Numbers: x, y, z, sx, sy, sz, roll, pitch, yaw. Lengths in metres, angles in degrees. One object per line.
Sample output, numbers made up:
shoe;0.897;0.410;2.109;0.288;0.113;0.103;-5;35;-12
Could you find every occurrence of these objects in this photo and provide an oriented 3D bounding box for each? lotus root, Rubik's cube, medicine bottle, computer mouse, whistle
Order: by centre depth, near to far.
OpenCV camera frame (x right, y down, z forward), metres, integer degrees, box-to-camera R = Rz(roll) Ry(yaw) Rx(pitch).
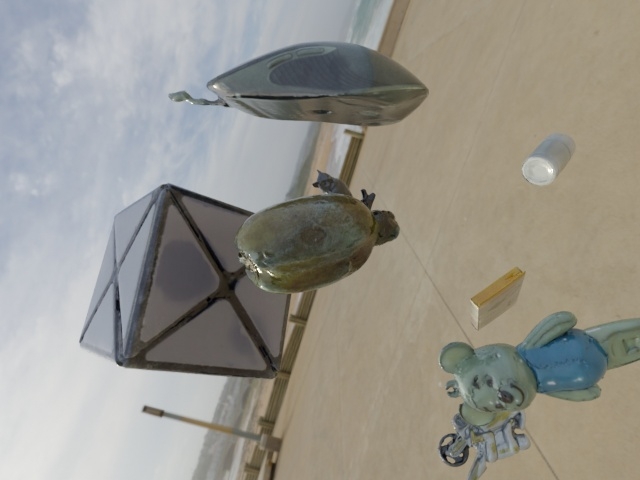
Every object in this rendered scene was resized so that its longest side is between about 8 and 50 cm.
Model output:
whistle;0.257;0.140;0.461;0.077;0.236;0.113;-48;-64;-75
lotus root;0.000;0.000;0.480;0.088;0.192;0.113;-118;18;-49
computer mouse;-0.044;-0.220;0.571;0.167;0.380;0.090;-8;-78;-77
Rubik's cube;-0.211;0.080;0.688;0.260;0.259;0.254;-8;70;48
medicine bottle;0.385;-0.137;0.693;0.089;0.057;0.057;-42;-12;-29

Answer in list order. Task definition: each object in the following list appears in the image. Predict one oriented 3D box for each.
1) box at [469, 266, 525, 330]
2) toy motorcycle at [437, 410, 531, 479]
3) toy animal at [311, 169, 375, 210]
box;0.414;0.139;0.971;0.129;0.033;0.247;-35;-31;1
toy motorcycle;0.353;0.395;0.856;0.228;0.151;0.074;-51;-19;-12
toy animal;0.056;-0.131;1.224;0.117;0.210;0.121;-32;31;55
